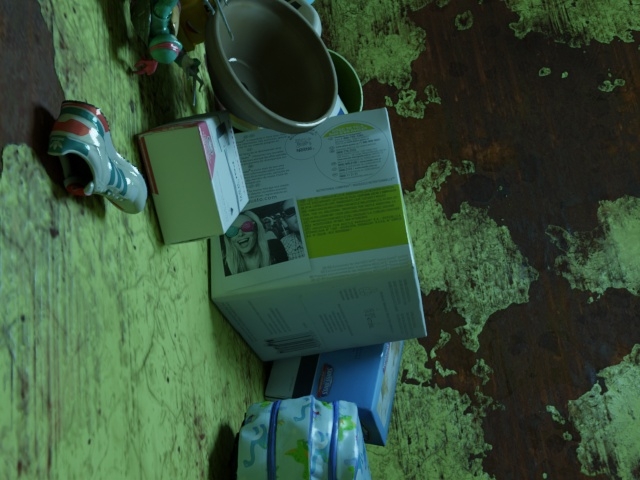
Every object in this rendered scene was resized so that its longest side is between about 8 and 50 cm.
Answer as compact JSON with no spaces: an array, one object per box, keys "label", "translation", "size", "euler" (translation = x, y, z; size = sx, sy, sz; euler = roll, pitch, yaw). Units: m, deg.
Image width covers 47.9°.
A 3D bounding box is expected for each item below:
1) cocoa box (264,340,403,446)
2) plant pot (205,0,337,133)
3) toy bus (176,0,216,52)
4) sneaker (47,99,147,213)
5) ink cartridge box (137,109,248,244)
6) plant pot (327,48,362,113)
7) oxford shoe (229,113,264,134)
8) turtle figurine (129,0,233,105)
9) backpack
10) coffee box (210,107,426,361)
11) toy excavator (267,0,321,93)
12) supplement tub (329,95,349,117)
[{"label":"cocoa box","translation":[0.052,0.233,1.567],"size":[0.231,0.227,0.347],"euler":[70,29,-55]},{"label":"plant pot","translation":[-0.095,-0.261,1.124],"size":[0.237,0.109,0.237],"euler":[22,54,-35]},{"label":"toy bus","translation":[-0.165,-0.430,1.152],"size":[0.149,0.211,0.220],"euler":[69,14,-66]},{"label":"sneaker","translation":[-0.235,-0.065,0.748],"size":[0.161,0.057,0.075],"euler":[74,26,-53]},{"label":"ink cartridge box","translation":[-0.179,-0.100,1.063],"size":[0.218,0.092,0.159],"euler":[-83,162,-75]},{"label":"plant pot","translation":[-0.048,-0.394,2.064],"size":[0.293,0.274,0.275],"euler":[-149,-132,-77]},{"label":"oxford shoe","translation":[-0.123,-0.157,1.536],"size":[0.130,0.169,0.449],"euler":[-50,158,-23]},{"label":"turtle figurine","translation":[-0.197,-0.312,0.970],"size":[0.175,0.118,0.234],"euler":[-42,-126,55]},{"label":"backpack","translation":[-0.024,0.407,1.123],"size":[0.290,0.273,0.356],"euler":[-70,138,-64]},{"label":"coffee box","translation":[0.000,0.000,1.364],"size":[0.338,0.338,0.335],"euler":[69,12,-61]},{"label":"toy excavator","translation":[-0.091,-0.484,1.356],"size":[0.445,0.433,0.222],"euler":[37,-15,25]},{"label":"supplement tub","translation":[-0.022,-0.240,1.789],"size":[0.325,0.235,0.235],"euler":[55,20,-35]}]
